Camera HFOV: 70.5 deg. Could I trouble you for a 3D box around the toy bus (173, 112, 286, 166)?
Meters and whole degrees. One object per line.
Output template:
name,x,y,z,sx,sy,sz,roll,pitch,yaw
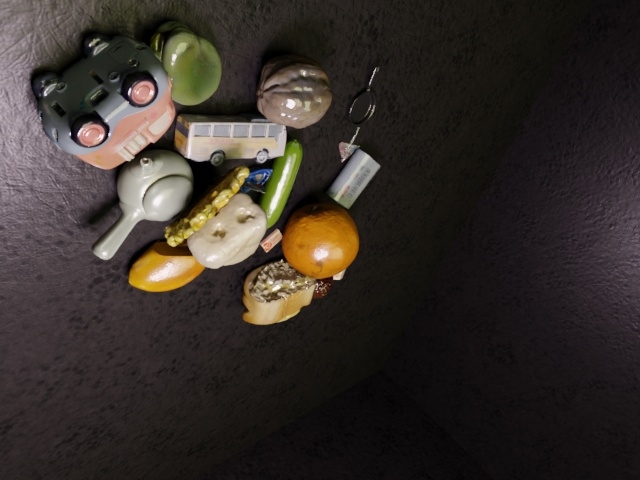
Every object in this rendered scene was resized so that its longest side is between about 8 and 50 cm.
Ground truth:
toy bus,-0.255,-0.300,1.328,0.343,0.097,0.137,-14,128,-42

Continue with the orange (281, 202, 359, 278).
orange,0.000,0.000,1.775,0.312,0.312,0.312,-32,145,-26

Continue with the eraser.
eraser,0.137,-0.251,1.882,0.226,0.081,0.174,-54,154,7

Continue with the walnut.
walnut,-0.074,-0.428,1.307,0.224,0.224,0.224,-32,145,-26

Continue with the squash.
squash,-0.152,-0.179,1.582,0.102,0.101,0.378,-3,122,-50

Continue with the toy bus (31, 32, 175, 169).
toy bus,-0.453,-0.288,1.008,0.288,0.194,0.232,-44,157,-9

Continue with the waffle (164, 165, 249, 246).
waffle,-0.328,-0.098,1.289,0.060,0.307,0.311,48,61,-17

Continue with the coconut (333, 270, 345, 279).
coconut,0.062,0.131,2.176,0.116,0.116,0.122,-9,127,-47

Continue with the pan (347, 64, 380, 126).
pan,0.167,-0.531,1.662,0.136,0.028,0.234,-19,141,-41

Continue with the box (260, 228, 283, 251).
box,-0.193,0.000,1.805,0.093,0.015,0.058,-43,147,-10

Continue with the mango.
mango,-0.478,0.080,1.431,0.252,0.126,0.153,-25,134,-30

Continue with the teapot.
teapot,-0.468,-0.094,1.230,0.220,0.149,0.318,15,111,-55

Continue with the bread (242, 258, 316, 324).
bread,-0.184,0.212,1.879,0.316,0.211,0.270,-18,146,-28

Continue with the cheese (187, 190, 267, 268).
cheese,-0.310,-0.006,1.464,0.251,0.174,0.248,-43,173,-24

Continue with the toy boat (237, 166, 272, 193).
toy boat,-0.219,-0.180,1.487,0.175,0.110,0.091,-38,150,-20

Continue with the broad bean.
broad bean,-0.327,-0.421,1.103,0.169,0.100,0.228,-45,151,9

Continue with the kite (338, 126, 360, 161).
kite,0.117,-0.377,1.790,0.139,0.011,0.156,-5,128,-52

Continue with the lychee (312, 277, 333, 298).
lychee,-0.030,0.174,2.052,0.188,0.188,0.188,-32,145,-26
